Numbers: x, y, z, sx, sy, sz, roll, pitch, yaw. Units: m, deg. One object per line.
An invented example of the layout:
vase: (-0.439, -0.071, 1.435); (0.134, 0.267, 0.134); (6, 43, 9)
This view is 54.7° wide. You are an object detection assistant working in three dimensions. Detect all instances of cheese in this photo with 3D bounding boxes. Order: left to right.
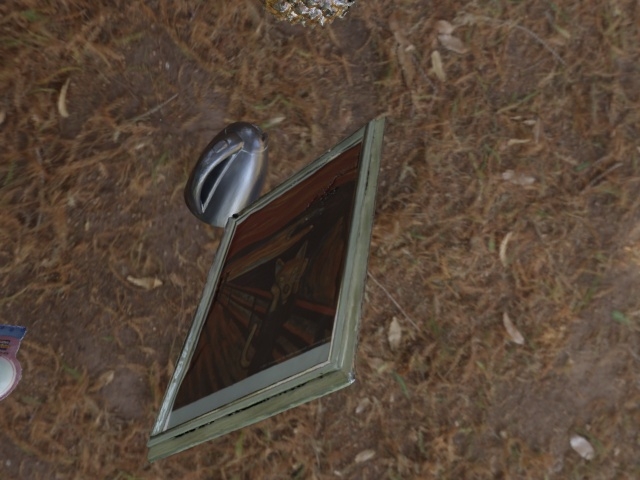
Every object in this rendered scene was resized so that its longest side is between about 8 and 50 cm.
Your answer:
cheese: (-0.920, 0.353, 1.731); (0.189, 0.286, 0.074); (8, 136, 0)

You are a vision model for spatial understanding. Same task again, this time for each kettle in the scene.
kettle: (-0.258, -0.188, 1.701); (0.207, 0.268, 0.290); (43, 132, 10)

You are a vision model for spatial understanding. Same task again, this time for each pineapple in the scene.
pineapple: (-0.010, -0.455, 1.086); (0.193, 0.166, 0.166); (7, 99, -14)

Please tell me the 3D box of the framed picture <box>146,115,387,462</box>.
framed picture: (-0.041, 0.027, 0.502); (0.216, 0.273, 0.016); (-31, 122, 34)
